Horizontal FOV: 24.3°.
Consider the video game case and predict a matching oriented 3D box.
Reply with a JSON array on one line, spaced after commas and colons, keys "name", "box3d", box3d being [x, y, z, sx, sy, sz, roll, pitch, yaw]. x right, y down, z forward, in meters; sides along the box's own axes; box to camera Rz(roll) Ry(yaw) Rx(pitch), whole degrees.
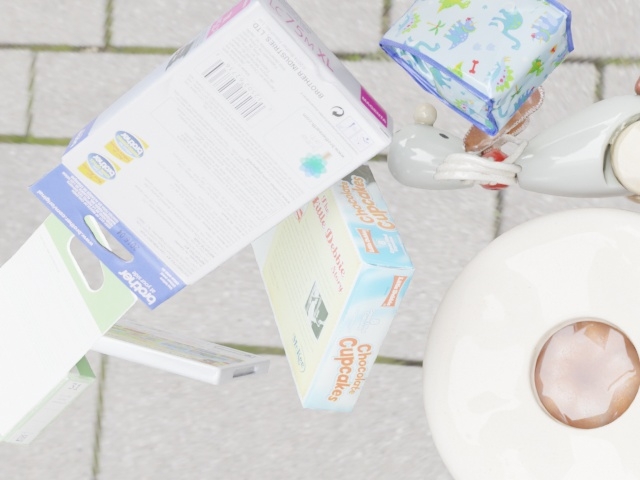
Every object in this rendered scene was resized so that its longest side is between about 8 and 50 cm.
[{"name": "video game case", "box3d": [-0.203, 0.147, 1.980, 0.227, 0.206, 0.026, 14, 93, 16]}]

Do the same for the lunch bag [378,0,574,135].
[{"name": "lunch bag", "box3d": [0.152, -0.198, 1.456, 0.151, 0.096, 0.129, 38, 78, 22]}]

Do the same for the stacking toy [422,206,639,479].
[{"name": "stacking toy", "box3d": [0.344, 0.178, 1.684, 0.350, 0.480, 0.350, -5, 76, 22]}]

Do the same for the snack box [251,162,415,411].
[{"name": "snack box", "box3d": [0.000, 0.000, 1.541, 0.060, 0.322, 0.187, 7, 125, -21]}]

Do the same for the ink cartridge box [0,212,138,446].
[{"name": "ink cartridge box", "box3d": [-0.291, 0.083, 1.601, 0.235, 0.056, 0.171, -43, 58, 16]}]

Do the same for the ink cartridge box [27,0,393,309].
[{"name": "ink cartridge box", "box3d": [-0.107, -0.083, 1.413, 0.311, 0.065, 0.186, -36, 112, 21]}]

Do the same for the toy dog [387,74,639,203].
[{"name": "toy dog", "box3d": [0.252, -0.128, 1.600, 0.333, 0.220, 0.161, 4, 87, -14]}]
